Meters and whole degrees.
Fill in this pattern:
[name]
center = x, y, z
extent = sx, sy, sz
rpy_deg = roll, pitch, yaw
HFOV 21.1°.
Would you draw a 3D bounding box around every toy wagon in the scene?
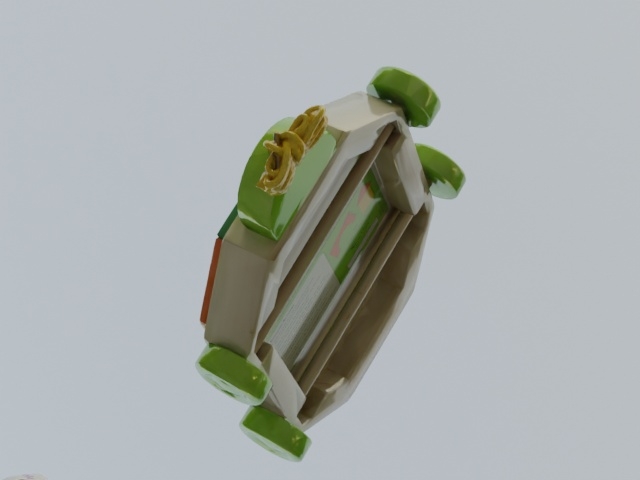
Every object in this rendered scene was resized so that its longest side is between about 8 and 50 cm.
[toy wagon]
center = 0.000, 0.000, 1.243
extent = 0.068, 0.344, 0.267
rpy_deg = 24, -108, 24

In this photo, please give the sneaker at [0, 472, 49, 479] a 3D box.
[sneaker]
center = -0.270, 0.233, 1.226
extent = 0.114, 0.305, 0.152
rpy_deg = -16, -118, 53
